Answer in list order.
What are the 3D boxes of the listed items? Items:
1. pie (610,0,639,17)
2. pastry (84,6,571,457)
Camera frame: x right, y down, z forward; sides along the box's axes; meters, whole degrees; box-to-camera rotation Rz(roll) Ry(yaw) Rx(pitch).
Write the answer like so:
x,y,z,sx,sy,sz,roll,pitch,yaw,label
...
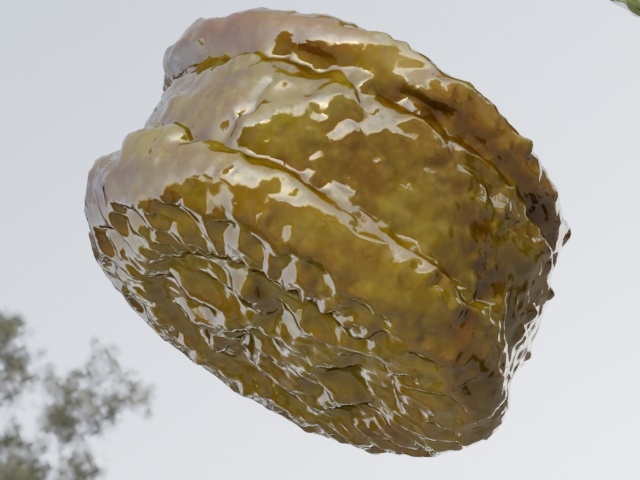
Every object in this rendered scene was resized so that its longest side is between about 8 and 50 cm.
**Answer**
x,y,z,sx,sy,sz,roll,pitch,yaw,label
0.226,-0.245,0.725,0.070,0.323,0.323,-32,-27,-40,pie
0.000,0.000,0.541,0.103,0.188,0.189,-59,-24,-25,pastry
